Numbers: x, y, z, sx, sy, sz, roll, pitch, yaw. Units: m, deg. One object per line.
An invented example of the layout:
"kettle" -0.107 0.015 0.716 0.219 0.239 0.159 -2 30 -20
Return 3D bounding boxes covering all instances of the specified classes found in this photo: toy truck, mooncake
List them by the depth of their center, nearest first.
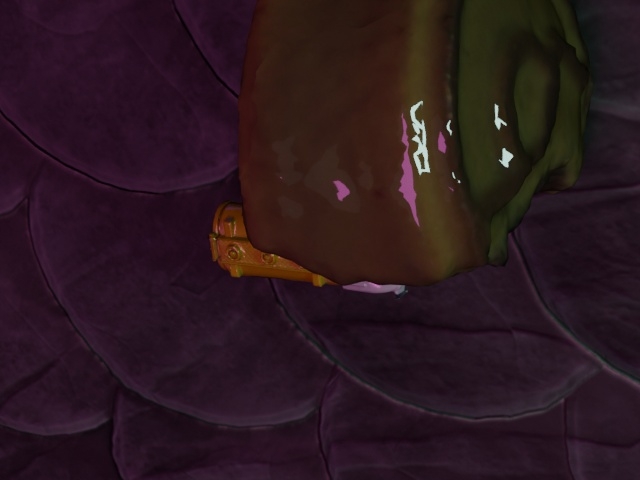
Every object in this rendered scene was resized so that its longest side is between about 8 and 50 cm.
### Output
"mooncake" 0.093 -0.105 1.568 0.246 0.394 0.393 -1 145 25
"toy truck" 0.000 0.000 1.861 0.227 0.114 0.098 6 118 27
